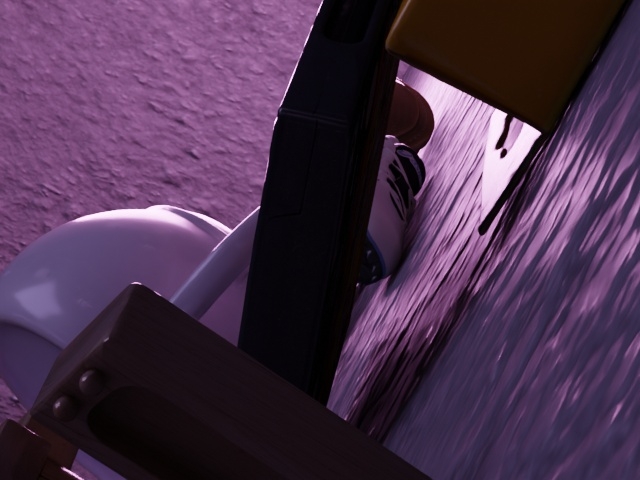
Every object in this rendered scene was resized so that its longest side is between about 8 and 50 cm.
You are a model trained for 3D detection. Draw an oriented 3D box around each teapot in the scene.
[{"bbox_3d":[-0.101,0.063,1.327,0.187,0.256,0.252,-47,-46,-23],"label":"teapot"}]

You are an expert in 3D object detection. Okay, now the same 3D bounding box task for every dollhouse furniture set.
[{"bbox_3d":[-0.054,0.128,0.562,0.151,0.144,0.123,-41,20,41],"label":"dollhouse furniture set"}]

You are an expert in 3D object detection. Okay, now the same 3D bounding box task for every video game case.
[{"bbox_3d":[-0.002,-0.001,0.879,0.248,0.035,0.275,-72,-7,-56],"label":"video game case"}]

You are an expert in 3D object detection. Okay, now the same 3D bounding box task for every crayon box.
[{"bbox_3d":[0.118,-0.177,0.808,0.318,0.081,0.202,-62,2,19],"label":"crayon box"}]

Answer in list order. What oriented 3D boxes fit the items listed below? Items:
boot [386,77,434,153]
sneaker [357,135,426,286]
[{"bbox_3d":[0.000,0.000,1.530,0.283,0.109,0.220,-76,8,-52],"label":"boot"},{"bbox_3d":[0.032,-0.033,1.261,0.086,0.085,0.237,-25,15,2],"label":"sneaker"}]
